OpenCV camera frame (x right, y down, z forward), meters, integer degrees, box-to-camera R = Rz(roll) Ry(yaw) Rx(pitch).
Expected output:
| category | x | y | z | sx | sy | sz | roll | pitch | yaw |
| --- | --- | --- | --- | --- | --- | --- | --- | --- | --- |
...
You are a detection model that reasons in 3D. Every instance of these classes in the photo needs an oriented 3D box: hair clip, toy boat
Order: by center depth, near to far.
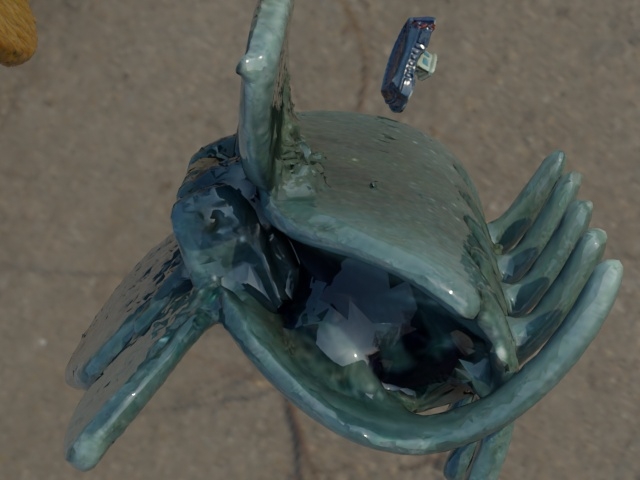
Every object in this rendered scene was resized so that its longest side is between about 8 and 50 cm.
| category | x | y | z | sx | sy | sz | roll | pitch | yaw |
| --- | --- | --- | --- | --- | --- | --- | --- | --- | --- |
| hair clip | 0.015 | 0.003 | 0.987 | 0.318 | 0.238 | 0.392 | -91 | 26 | -74 |
| toy boat | 0.071 | -0.134 | 1.279 | 0.038 | 0.038 | 0.083 | -1 | 63 | 45 |

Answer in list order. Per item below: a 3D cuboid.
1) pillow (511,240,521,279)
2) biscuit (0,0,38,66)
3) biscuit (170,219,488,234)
| category | x | y | z | sx | sy | sz | roll | pitch | yaw |
| --- | --- | --- | --- | --- | --- | --- | --- | --- | --- |
| pillow | 0.172 | 0.020 | 1.668 | 0.055 | 0.136 | 0.091 | -42 | 80 | 16 |
| biscuit | -0.344 | -0.267 | 1.551 | 0.035 | 0.254 | 0.254 | -30 | 49 | 11 |
| biscuit | 0.000 | 0.000 | 1.538 | 0.379 | 0.054 | 0.094 | 10 | 56 | 47 |
